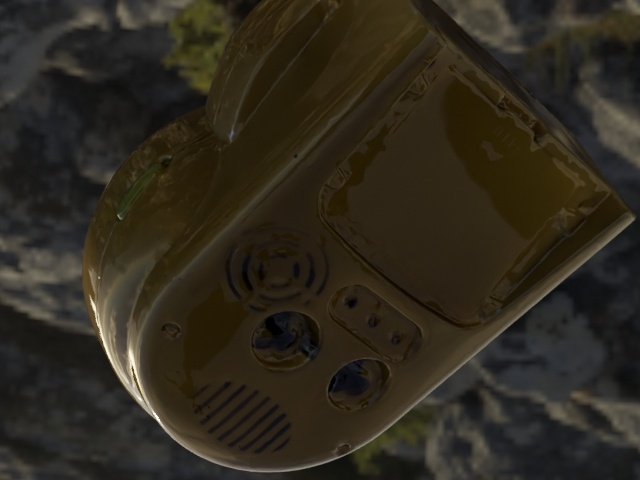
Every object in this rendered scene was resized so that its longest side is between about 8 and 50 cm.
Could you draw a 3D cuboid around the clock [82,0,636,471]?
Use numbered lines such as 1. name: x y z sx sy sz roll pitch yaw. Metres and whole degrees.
1. clock: 0.000 0.000 1.058 0.244 0.317 0.200 40 -172 -28
